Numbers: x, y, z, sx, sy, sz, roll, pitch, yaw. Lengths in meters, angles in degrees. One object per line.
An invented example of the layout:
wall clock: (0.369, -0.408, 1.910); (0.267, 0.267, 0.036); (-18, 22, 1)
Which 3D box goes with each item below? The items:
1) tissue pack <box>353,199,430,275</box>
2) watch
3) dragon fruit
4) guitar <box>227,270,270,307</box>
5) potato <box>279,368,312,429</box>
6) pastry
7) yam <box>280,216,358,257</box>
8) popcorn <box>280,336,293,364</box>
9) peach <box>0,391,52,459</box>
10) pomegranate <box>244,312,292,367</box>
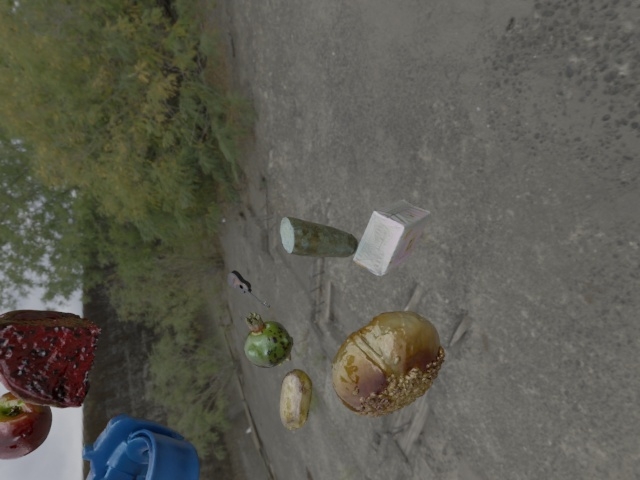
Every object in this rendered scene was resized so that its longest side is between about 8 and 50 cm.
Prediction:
tissue pack: (0.230, -0.013, 1.341); (0.124, 0.225, 0.184); (30, 119, 23)
watch: (-0.441, 0.598, 0.988); (0.241, 0.305, 0.275); (38, 166, -36)
dragon fruit: (-0.683, 0.274, 1.131); (0.330, 0.240, 0.302); (-149, 43, -69)
guitar: (-0.312, 0.221, 1.858); (0.233, 0.025, 0.088); (36, 134, 11)
potato: (-0.073, 0.470, 1.259); (0.107, 0.080, 0.170); (-28, 48, 42)
pastry: (0.230, 0.421, 1.412); (0.245, 0.410, 0.409); (54, 150, 38)
yam: (0.000, 0.000, 1.536); (0.133, 0.331, 0.133); (-15, 71, 51)
popcorn: (-0.173, 0.435, 1.714); (0.145, 0.126, 0.125); (-18, -75, -79)
peach: (-0.901, 0.554, 1.261); (0.197, 0.198, 0.197); (167, 90, -70)
pomegranate: (-0.182, 0.327, 1.409); (0.205, 0.159, 0.159); (64, 166, -24)
